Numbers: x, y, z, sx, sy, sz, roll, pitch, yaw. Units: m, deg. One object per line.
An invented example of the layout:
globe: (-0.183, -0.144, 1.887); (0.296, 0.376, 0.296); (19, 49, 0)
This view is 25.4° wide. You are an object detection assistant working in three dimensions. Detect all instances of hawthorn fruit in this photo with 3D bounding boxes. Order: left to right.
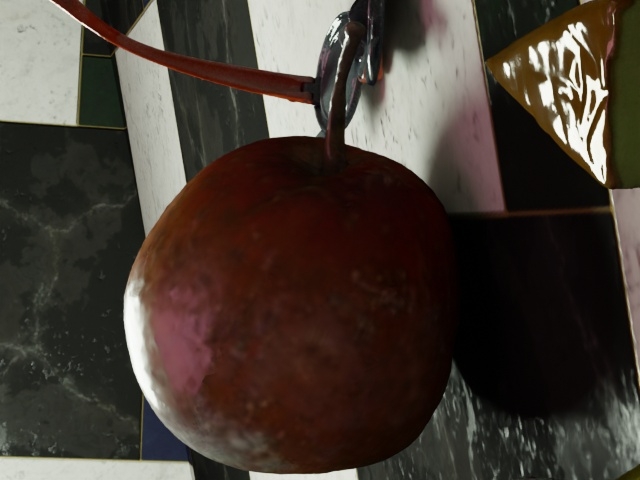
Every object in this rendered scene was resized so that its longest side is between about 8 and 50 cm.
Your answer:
hawthorn fruit: (-0.003, 0.038, 0.974); (0.231, 0.263, 0.235); (47, 177, -2)

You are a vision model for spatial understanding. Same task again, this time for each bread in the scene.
bread: (0.126, -0.090, 0.606); (0.139, 0.074, 0.084); (-118, 23, -58)

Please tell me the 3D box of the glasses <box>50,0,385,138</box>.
glasses: (-0.084, -0.157, 1.040); (0.234, 0.268, 0.118); (128, 150, -75)

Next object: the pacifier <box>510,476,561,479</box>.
pacifier: (0.066, 0.242, 0.793); (0.269, 0.343, 0.288); (-46, 53, 27)

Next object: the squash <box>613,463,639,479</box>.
squash: (0.062, 0.227, 0.581); (0.233, 0.309, 0.210); (-161, 62, -75)
